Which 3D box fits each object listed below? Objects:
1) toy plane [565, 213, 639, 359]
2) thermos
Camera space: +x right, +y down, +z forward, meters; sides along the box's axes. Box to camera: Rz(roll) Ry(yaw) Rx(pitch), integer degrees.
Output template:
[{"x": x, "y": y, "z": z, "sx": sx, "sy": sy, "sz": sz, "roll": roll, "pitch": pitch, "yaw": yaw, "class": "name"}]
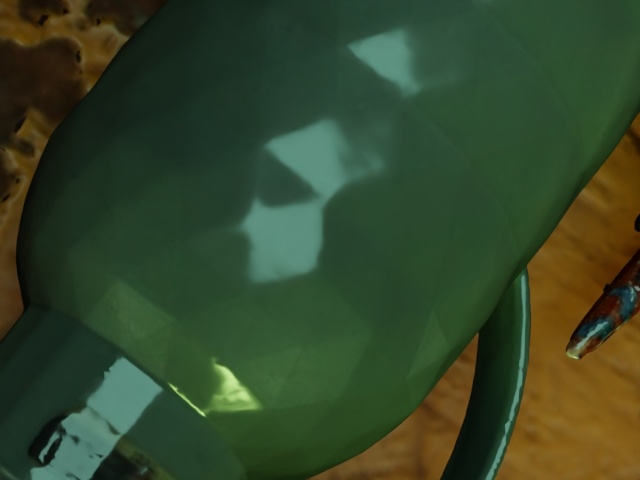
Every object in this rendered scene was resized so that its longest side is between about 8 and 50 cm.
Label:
[{"x": 0.139, "y": -0.013, "z": 0.654, "sx": 0.189, "sy": 0.061, "sz": 0.130, "roll": -41, "pitch": 91, "yaw": -25, "class": "toy plane"}, {"x": 0.000, "y": 0.000, "z": 0.578, "sx": 0.182, "sy": 0.145, "sz": 0.286, "roll": 43, "pitch": 72, "yaw": -17, "class": "thermos"}]
